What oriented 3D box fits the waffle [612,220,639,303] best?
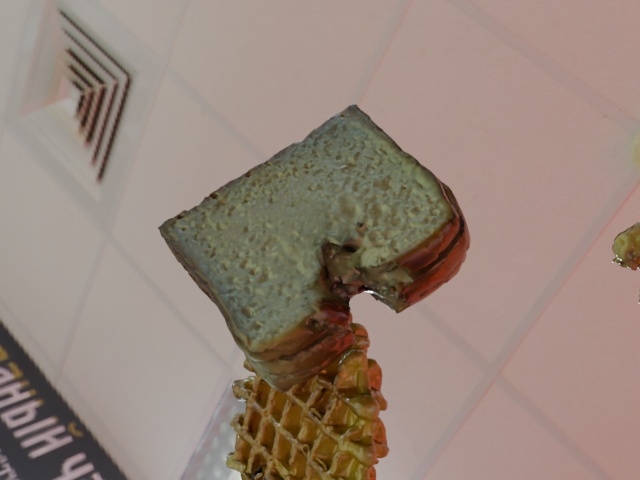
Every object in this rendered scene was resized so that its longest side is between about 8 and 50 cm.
[{"bbox_3d":[0.366,0.012,0.883,0.149,0.194,0.051,-46,-128,19],"label":"waffle"}]

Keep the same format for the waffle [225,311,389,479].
[{"bbox_3d":[-0.019,0.207,0.954,0.283,0.065,0.309,-43,-140,41],"label":"waffle"}]

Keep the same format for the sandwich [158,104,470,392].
[{"bbox_3d":[0.001,0.001,0.915,0.249,0.273,0.095,49,-10,43],"label":"sandwich"}]
